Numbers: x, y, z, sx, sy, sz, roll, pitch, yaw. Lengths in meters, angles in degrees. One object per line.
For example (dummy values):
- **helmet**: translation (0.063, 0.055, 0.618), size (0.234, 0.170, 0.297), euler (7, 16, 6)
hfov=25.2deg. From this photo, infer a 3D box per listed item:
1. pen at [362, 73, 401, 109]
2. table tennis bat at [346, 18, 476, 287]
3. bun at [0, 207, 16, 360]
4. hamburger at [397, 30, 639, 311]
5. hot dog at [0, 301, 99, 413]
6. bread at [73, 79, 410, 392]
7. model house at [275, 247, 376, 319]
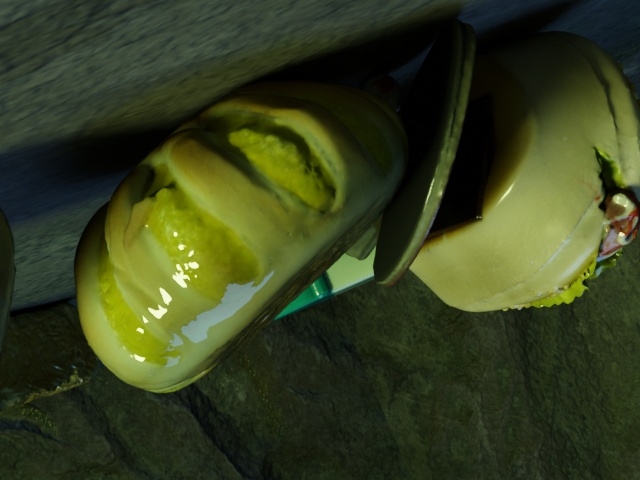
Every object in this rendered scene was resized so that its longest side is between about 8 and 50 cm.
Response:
- **pen**: translation (0.032, -0.079, 0.899), size (0.026, 0.026, 0.218), euler (-23, 176, -4)
- **table tennis bat**: translation (0.045, -0.034, 0.810), size (0.022, 0.138, 0.246), euler (15, 161, -6)
- **bun**: translation (-0.206, 0.052, 0.644), size (0.166, 0.113, 0.173), euler (-23, 179, -2)
- **hamburger**: translation (0.123, -0.040, 0.920), size (0.116, 0.173, 0.210), euler (6, 163, -24)
- **hot dog**: translation (-0.283, 0.112, 1.276), size (0.073, 0.084, 0.242), euler (-25, 177, 19)
- **bread**: translation (-0.044, -0.011, 0.729), size (0.213, 0.105, 0.213), euler (-39, 175, -4)
- **model house**: translation (0.000, 0.000, 1.234), size (0.149, 0.100, 0.127), euler (-25, 176, -1)
